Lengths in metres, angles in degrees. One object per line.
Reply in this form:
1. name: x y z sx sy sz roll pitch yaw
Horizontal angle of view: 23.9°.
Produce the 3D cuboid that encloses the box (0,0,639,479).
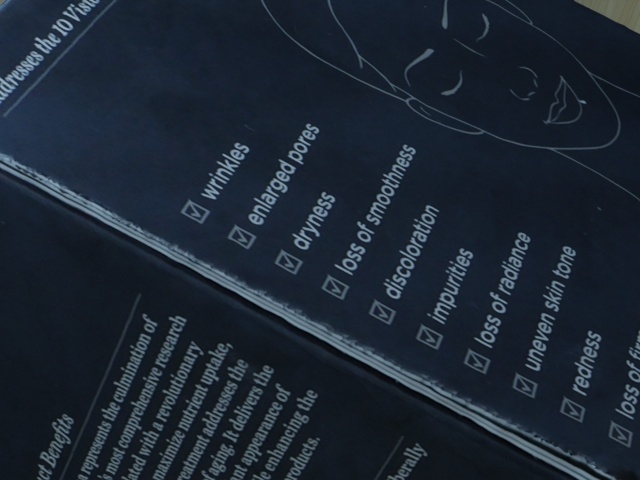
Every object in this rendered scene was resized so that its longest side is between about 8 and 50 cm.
1. box: 0.000 0.000 1.057 0.297 0.472 0.480 -61 0 40
